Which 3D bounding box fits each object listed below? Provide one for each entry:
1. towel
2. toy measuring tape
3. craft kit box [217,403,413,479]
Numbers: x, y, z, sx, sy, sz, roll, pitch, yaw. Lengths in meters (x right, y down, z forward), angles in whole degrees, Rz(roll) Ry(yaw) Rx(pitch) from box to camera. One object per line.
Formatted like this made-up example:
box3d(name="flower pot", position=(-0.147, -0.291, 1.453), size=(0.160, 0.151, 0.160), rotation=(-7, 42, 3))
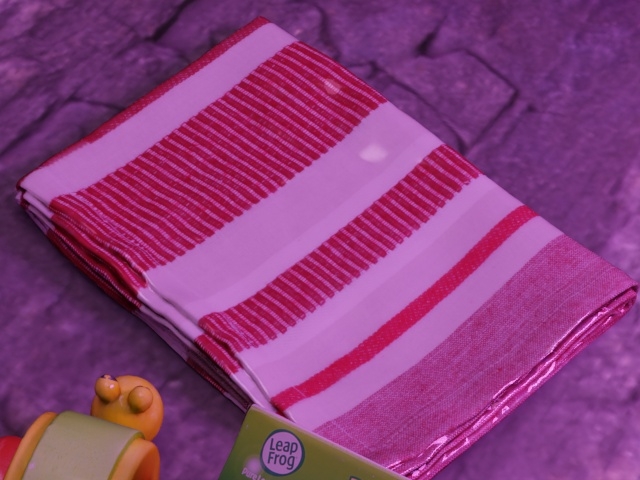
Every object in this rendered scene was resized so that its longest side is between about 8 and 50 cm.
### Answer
box3d(name="towel", position=(0.000, 0.000, 1.225), size=(0.329, 0.037, 0.237), rotation=(39, 58, 24))
box3d(name="toy measuring tape", position=(-0.149, 0.195, 1.012), size=(0.121, 0.121, 0.330), rotation=(15, 53, 8))
box3d(name="craft kit box", position=(0.021, 0.236, 0.925), size=(0.250, 0.061, 0.246), rotation=(24, 87, 29))
